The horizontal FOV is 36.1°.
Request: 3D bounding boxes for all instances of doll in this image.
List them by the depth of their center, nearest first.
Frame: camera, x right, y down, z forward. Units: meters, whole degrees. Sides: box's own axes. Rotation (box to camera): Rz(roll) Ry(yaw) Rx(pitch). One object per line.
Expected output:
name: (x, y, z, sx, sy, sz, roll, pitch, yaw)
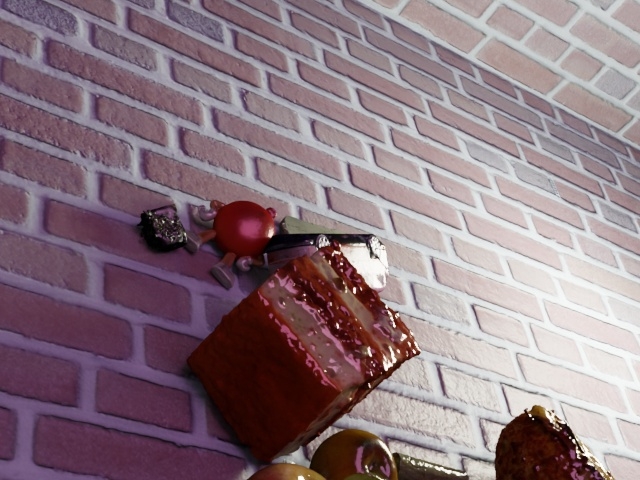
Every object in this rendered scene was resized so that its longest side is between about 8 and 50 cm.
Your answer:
doll: (-0.179, -0.014, 2.032, 0.183, 0.085, 0.217, 44, 51, 3)

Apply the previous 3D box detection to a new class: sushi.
sushi: (-0.313, -0.019, 1.923, 0.084, 0.056, 0.083, -11, 68, -52)

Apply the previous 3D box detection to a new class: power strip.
power strip: (0.000, 0.000, 2.244, 0.227, 0.029, 0.080, 16, 40, -34)

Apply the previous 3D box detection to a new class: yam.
yam: (0.203, 0.463, 1.912, 0.169, 0.068, 0.068, 20, 39, -24)

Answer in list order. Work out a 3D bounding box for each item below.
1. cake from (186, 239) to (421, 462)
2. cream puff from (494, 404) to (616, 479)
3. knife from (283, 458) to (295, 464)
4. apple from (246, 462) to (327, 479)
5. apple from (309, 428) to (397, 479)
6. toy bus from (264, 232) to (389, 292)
cake: (-0.029, 0.203, 1.776, 0.269, 0.270, 0.319, 50, 36, 10)
cream puff: (0.478, 0.510, 1.986, 0.350, 0.228, 0.350, 47, 5, -5)
knife: (-0.055, 0.430, 1.730, 0.027, 0.010, 0.096, 24, 40, -27)
apple: (-0.047, 0.462, 1.569, 0.209, 0.164, 0.209, 37, 23, -18)
apple: (0.058, 0.416, 1.737, 0.146, 0.147, 0.163, 20, 41, -29)
toy bus: (0.018, 0.055, 2.069, 0.302, 0.127, 0.147, -1, 83, -52)
